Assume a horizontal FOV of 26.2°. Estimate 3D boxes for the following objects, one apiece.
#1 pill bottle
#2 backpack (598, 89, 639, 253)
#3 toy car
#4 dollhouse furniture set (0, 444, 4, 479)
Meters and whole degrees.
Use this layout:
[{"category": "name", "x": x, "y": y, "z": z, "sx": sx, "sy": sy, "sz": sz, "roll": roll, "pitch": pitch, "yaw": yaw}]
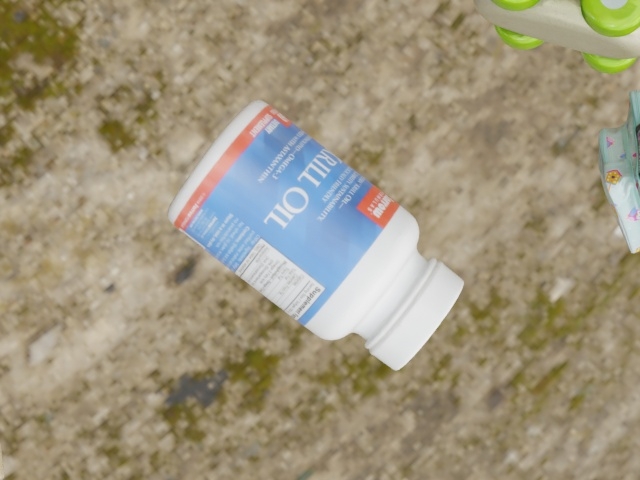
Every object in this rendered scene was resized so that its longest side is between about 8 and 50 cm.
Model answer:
[{"category": "pill bottle", "x": 0.000, "y": 0.000, "z": 1.088, "sx": 0.124, "sy": 0.221, "sz": 0.124, "roll": -53, "pitch": -179, "yaw": 2}, {"category": "backpack", "x": 0.396, "y": -0.084, "z": 1.567, "sx": 0.166, "sy": 0.144, "sz": 0.188, "roll": 56, "pitch": 37, "yaw": -42}, {"category": "toy car", "x": 0.213, "y": -0.247, "z": 1.081, "sx": 0.155, "sy": 0.148, "sz": 0.188, "roll": 27, "pitch": 80, "yaw": -78}, {"category": "dollhouse furniture set", "x": -0.361, "y": 0.283, "z": 0.997, "sx": 0.303, "sy": 0.174, "sz": 0.355, "roll": -30, "pitch": 163, "yaw": -51}]
